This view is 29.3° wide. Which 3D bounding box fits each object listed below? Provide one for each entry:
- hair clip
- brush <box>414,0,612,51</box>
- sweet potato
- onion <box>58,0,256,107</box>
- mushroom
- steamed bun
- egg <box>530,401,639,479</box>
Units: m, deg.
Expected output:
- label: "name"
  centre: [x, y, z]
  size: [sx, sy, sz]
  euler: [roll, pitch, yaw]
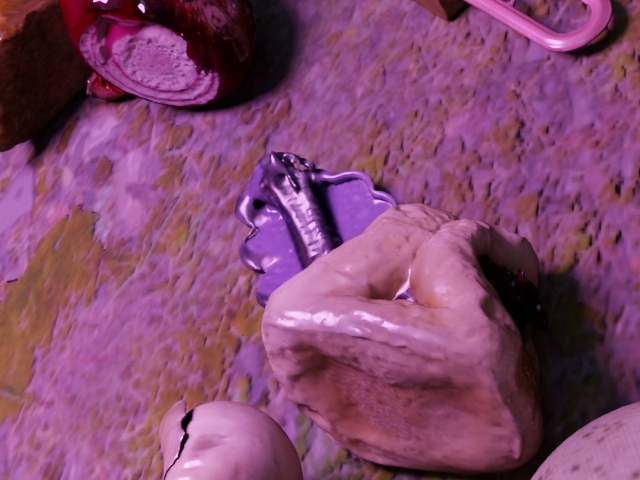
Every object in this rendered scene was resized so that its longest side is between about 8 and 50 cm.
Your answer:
- label: "hair clip"
  centre: [-0.001, 0.000, 0.890]
  size: [0.124, 0.052, 0.195]
  euler: [-35, 51, 10]
- label: "brush"
  centre: [0.139, -0.213, 0.973]
  size: [0.103, 0.047, 0.233]
  euler: [-42, 47, -5]
- label: "sweet potato"
  centre: [-0.282, -0.251, 1.176]
  size: [0.158, 0.158, 0.369]
  euler: [-24, 48, 12]
- label: "onion"
  centre: [-0.146, -0.191, 1.057]
  size: [0.198, 0.173, 0.135]
  euler: [-24, 37, 58]
- label: "mushroom"
  centre: [-0.066, 0.172, 0.724]
  size: [0.123, 0.154, 0.154]
  euler: [-3, 51, -4]
- label: "steamed bun"
  centre: [0.070, 0.047, 0.765]
  size: [0.172, 0.140, 0.155]
  euler: [7, 47, 29]
- label: "egg"
  centre: [0.199, 0.158, 0.568]
  size: [0.228, 0.177, 0.177]
  euler: [-5, 53, 9]
